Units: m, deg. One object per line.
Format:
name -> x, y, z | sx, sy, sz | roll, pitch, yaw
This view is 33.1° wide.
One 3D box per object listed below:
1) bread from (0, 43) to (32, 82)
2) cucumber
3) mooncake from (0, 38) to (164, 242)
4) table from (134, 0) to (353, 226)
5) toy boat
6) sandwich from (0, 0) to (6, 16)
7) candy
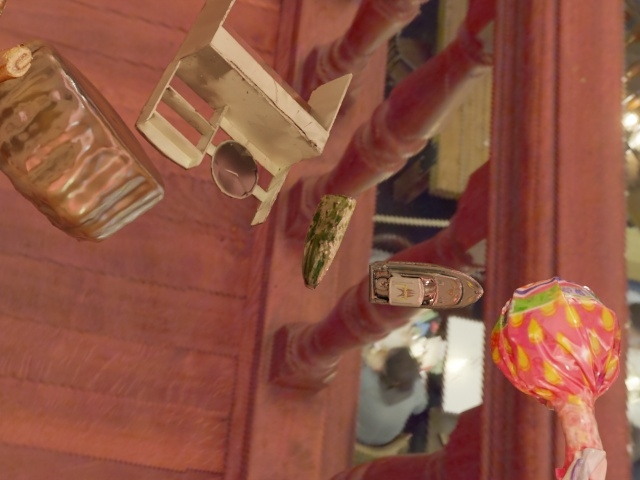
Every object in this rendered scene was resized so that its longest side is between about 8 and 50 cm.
bread -> -0.389, -0.207, 1.301 | 0.036, 0.083, 0.047 | 54, 42, -37
cucumber -> 0.000, 0.000, 1.187 | 0.035, 0.067, 0.107 | 23, 85, -14
mooncake -> -0.355, -0.131, 1.495 | 0.161, 0.290, 0.290 | -39, 88, -1
table -> -0.062, -0.126, 0.953 | 0.146, 0.062, 0.175 | 42, 53, -29
toy boat -> 0.129, 0.056, 1.318 | 0.141, 0.060, 0.055 | 5, 107, 15
sandwich -> -0.542, -0.265, 1.508 | 0.094, 0.096, 0.258 | 42, 76, -15
candy -> 0.239, 0.205, 0.970 | 0.124, 0.124, 0.365 | 4, 61, -20
